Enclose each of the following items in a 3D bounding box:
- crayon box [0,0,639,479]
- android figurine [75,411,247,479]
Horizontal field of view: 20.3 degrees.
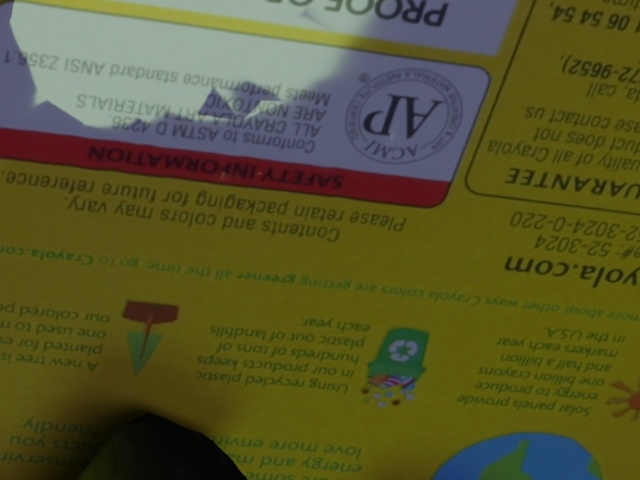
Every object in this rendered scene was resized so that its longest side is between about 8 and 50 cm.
[{"bbox_3d":[0.000,0.000,0.455,0.202,0.081,0.318,7,128,-15],"label":"crayon box"},{"bbox_3d":[-0.075,0.164,0.491,0.248,0.056,0.273,24,120,-27],"label":"android figurine"}]
